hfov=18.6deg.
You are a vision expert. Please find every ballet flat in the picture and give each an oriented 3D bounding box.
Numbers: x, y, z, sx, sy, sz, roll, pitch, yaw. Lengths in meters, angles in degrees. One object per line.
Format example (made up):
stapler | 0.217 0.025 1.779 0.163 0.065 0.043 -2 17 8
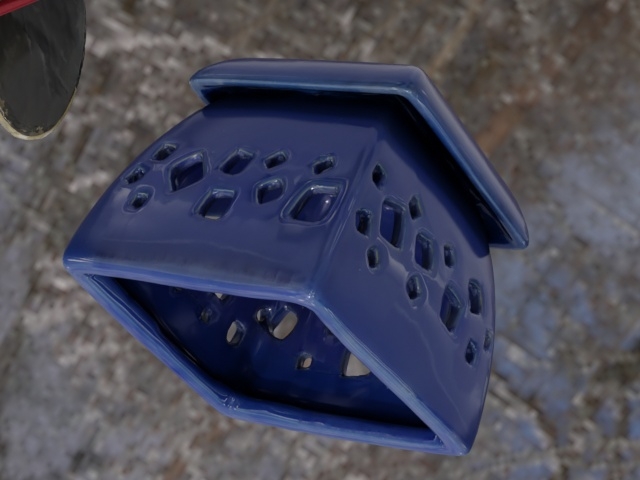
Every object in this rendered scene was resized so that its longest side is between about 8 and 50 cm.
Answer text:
ballet flat | -0.150 -0.131 0.958 0.057 0.049 0.173 -5 -103 -22

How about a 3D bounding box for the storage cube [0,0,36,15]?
storage cube | -0.185 -0.185 0.724 0.193 0.183 0.215 12 -149 35

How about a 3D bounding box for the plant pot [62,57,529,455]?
plant pot | 0.000 0.000 1.400 0.236 0.212 0.236 7 151 38
